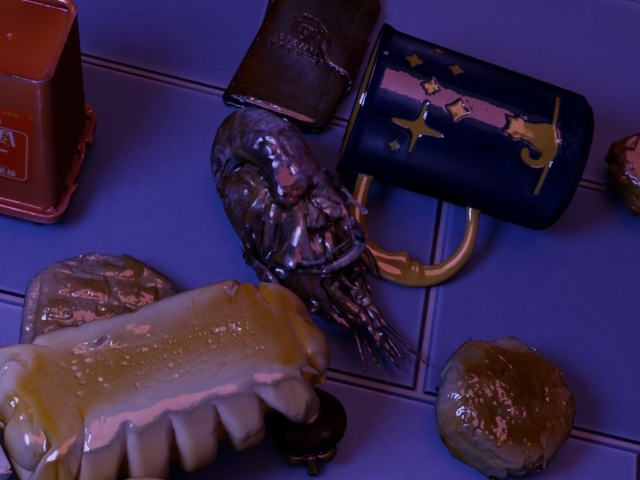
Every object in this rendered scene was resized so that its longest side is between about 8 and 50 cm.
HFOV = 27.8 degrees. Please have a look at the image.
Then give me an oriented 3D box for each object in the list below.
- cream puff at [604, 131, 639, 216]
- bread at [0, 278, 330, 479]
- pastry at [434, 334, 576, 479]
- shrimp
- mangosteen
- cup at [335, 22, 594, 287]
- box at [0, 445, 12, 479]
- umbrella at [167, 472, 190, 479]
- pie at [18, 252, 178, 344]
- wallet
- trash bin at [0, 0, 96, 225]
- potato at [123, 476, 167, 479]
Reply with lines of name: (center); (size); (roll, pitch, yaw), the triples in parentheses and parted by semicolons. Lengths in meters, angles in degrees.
cream puff: (0.394, -0.081, 1.535); (0.116, 0.094, 0.122); (24, 79, 8)
bread: (-0.141, 0.141, 1.195); (0.311, 0.121, 0.173); (-14, 47, -19)
pastry: (0.189, 0.171, 1.330); (0.153, 0.081, 0.153); (8, 53, -10)
shrimp: (-0.001, 0.002, 1.371); (0.343, 0.145, 0.116); (55, 26, 10)
mangosteen: (-0.015, 0.182, 1.280); (0.081, 0.081, 0.081); (6, 57, -9)
cup: (0.150, -0.085, 1.470); (0.256, 0.255, 0.178); (19, 19, -3)
box: (-0.429, 0.136, 1.149); (0.221, 0.091, 0.274); (1, 45, -47)
umbrella: (-0.126, 0.243, 1.240); (0.269, 0.044, 0.044); (21, 86, 2)
pie: (-0.216, 0.100, 1.309); (0.195, 0.046, 0.195); (5, 57, -7)
wallet: (-0.012, -0.240, 1.579); (0.137, 0.031, 0.255); (21, 56, 2)
trash bin: (-0.315, -0.153, 1.333); (0.161, 0.238, 0.184); (14, 55, -4)
potato: (-0.130, 0.310, 1.104); (0.150, 0.146, 0.234); (-12, 98, 3)
